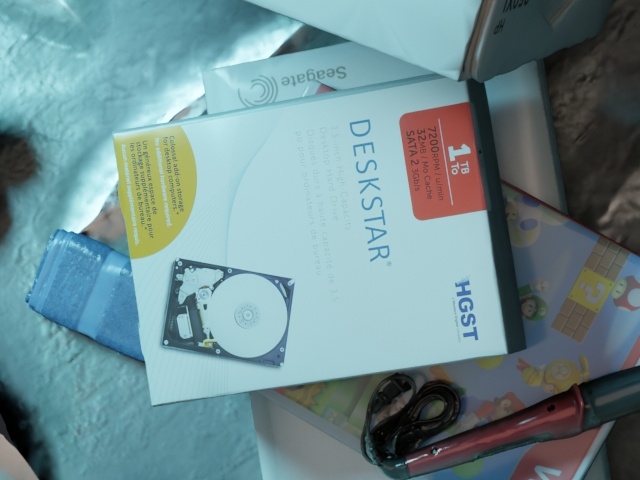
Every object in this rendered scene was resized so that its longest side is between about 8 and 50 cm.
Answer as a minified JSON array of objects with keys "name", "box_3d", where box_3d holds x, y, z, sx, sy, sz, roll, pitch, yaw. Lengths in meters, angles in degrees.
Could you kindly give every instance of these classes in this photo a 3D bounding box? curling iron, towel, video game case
[{"name":"curling iron","box_3d":[0.152,0.096,1.210,0.274,0.035,0.068,-13,86,13]},{"name":"towel","box_3d":[-0.147,0.042,1.363,0.119,0.029,0.067,24,95,14]},{"name":"video game case","box_3d":[0.069,0.048,1.263,0.285,0.025,0.204,29,95,12]}]

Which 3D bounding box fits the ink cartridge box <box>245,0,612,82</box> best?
[{"name":"ink cartridge box","box_3d":[-0.017,-0.252,1.178,0.395,0.285,0.166,23,111,17]}]

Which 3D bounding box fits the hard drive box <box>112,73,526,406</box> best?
[{"name":"hard drive box","box_3d":[0.000,0.000,1.222,0.232,0.089,0.181,-10,87,13]}]

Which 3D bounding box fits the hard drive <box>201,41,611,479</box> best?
[{"name":"hard drive","box_3d":[0.058,0.037,1.303,0.233,0.047,0.353,-10,86,13]}]
